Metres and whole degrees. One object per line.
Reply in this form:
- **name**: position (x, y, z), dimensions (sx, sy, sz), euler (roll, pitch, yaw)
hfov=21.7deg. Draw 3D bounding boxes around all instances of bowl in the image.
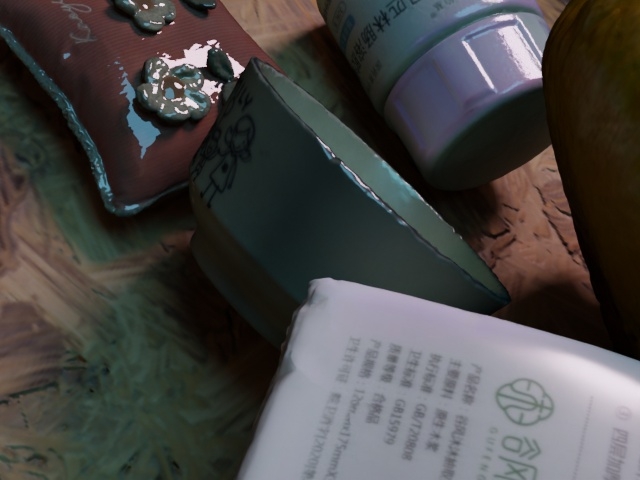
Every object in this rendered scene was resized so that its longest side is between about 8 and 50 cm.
- **bowl**: position (0.000, 0.000, 0.981), dimensions (0.211, 0.112, 0.211), euler (44, 7, -7)

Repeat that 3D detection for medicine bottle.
- **medicine bottle**: position (0.088, -0.134, 1.139), dimensions (0.135, 0.135, 0.168), euler (-15, 65, -34)

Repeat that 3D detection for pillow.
- **pillow**: position (-0.106, -0.114, 1.064), dimensions (0.171, 0.075, 0.179), euler (-26, 70, -37)

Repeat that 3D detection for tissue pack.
- **tissue pack**: position (0.054, 0.222, 0.795), dimensions (0.266, 0.194, 0.356), euler (16, 49, 8)

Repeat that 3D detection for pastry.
- **pastry**: position (0.234, 0.001, 0.989), dimensions (0.163, 0.356, 0.356), euler (-12, 56, 8)
